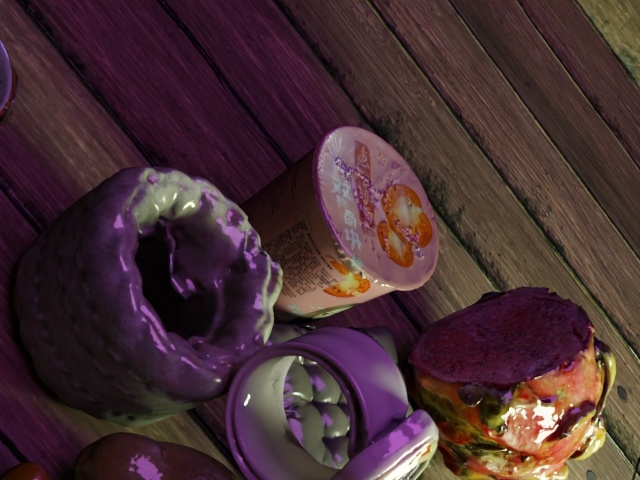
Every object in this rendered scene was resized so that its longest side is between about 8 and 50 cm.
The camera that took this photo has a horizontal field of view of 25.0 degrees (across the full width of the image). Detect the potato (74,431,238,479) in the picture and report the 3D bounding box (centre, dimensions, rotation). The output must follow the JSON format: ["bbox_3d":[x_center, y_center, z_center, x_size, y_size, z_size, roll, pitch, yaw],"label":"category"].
[{"bbox_3d":[-0.184,0.289,1.616,0.194,0.157,0.157,39,40,-23],"label":"potato"}]

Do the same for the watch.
[{"bbox_3d":[0.001,0.225,1.642,0.217,0.248,0.211,45,28,18],"label":"watch"}]

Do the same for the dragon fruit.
[{"bbox_3d":[0.296,0.246,2.114,0.314,0.296,0.262,-26,114,-28],"label":"dragon fruit"}]

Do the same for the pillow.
[{"bbox_3d":[0.013,0.217,1.950,0.326,0.101,0.228,3,67,-48],"label":"pillow"}]

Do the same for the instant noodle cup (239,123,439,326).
[{"bbox_3d":[0.000,0.000,1.968,0.243,0.231,0.243,29,46,-35],"label":"instant noodle cup"}]

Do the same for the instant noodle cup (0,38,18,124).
[{"bbox_3d":[-0.449,-0.158,1.589,0.216,0.172,0.215,28,47,-35],"label":"instant noodle cup"}]

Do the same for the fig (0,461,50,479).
[{"bbox_3d":[-0.332,0.262,1.549,0.083,0.050,0.050,7,59,-28],"label":"fig"}]

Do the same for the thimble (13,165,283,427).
[{"bbox_3d":[-0.200,0.067,1.713,0.291,0.195,0.291,30,46,-36],"label":"thimble"}]
